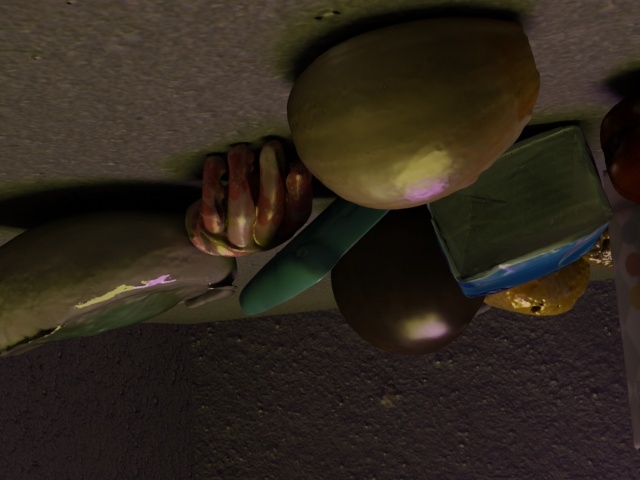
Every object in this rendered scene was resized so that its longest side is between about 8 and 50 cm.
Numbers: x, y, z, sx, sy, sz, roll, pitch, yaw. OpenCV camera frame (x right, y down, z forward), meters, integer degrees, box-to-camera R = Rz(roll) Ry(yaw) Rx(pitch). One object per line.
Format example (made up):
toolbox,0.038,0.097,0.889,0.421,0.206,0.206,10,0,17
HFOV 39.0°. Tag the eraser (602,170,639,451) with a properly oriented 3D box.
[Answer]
eraser,0.479,0.085,1.235,0.082,0.396,0.213,0,170,-25

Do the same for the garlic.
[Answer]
garlic,0.060,-0.107,0.757,0.245,0.145,0.164,-9,-159,43

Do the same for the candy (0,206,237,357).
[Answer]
candy,-0.313,0.047,1.333,0.386,0.186,0.427,-7,174,-45

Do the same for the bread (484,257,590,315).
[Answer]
bread,0.379,0.047,1.666,0.197,0.197,0.170,0,178,-25

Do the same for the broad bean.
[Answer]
broad bean,0.383,-0.099,0.908,0.229,0.122,0.156,-5,158,-23

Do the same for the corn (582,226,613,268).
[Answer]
corn,0.571,-0.009,1.604,0.363,0.120,0.120,0,171,-43

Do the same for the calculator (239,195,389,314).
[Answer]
calculator,0.000,0.000,1.179,0.256,0.054,0.386,-43,-179,-18

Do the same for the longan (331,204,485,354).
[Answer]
longan,0.141,0.058,1.402,0.258,0.257,0.258,-4,171,-1

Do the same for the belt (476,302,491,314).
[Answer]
belt,0.224,0.070,1.761,0.289,0.184,0.164,-6,168,-27

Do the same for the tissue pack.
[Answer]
tissue pack,0.246,-0.024,1.141,0.198,0.146,0.263,-22,170,7

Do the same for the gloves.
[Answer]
gloves,-0.077,-0.043,1.094,0.145,0.126,0.241,4,175,-28
